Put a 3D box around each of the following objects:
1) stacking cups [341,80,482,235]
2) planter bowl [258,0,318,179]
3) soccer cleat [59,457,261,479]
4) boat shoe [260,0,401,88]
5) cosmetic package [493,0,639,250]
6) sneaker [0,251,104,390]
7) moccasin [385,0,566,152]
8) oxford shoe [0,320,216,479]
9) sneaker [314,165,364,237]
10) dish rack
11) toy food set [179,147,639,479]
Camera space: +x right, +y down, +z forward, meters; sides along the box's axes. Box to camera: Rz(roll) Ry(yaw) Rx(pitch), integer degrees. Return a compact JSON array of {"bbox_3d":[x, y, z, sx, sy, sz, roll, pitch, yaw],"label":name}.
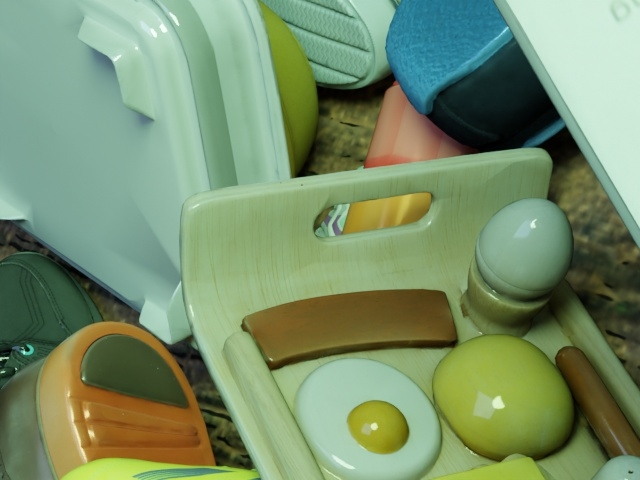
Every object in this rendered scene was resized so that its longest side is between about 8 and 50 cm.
[{"bbox_3d":[0.029,0.061,0.919,0.096,0.096,0.316,5,75,38],"label":"stacking cups"},{"bbox_3d":[-0.066,-0.090,1.026,0.090,0.217,0.217,-31,41,-30],"label":"planter bowl"},{"bbox_3d":[0.012,0.149,0.822,0.093,0.289,0.121,108,175,-52],"label":"soccer cleat"},{"bbox_3d":[-0.041,-0.202,1.077,0.094,0.109,0.302,-31,52,-30],"label":"boat shoe"},{"bbox_3d":[0.285,-0.090,0.563,0.329,0.394,0.327,-36,64,20],"label":"cosmetic package"},{"bbox_3d":[-0.196,0.119,1.061,0.101,0.106,0.267,-28,56,29],"label":"sneaker"},{"bbox_3d":[0.189,-0.178,0.882,0.342,0.117,0.137,-35,45,15],"label":"moccasin"},{"bbox_3d":[-0.111,0.237,0.933,0.133,0.130,0.363,-28,65,36],"label":"oxford shoe"},{"bbox_3d":[0.000,0.000,1.003,0.069,0.038,0.098,5,75,38],"label":"sneaker"},{"bbox_3d":[-0.146,-0.075,1.002,0.072,0.285,0.333,-31,41,-28],"label":"dish rack"},{"bbox_3d":[0.087,0.080,0.780,0.306,0.220,0.092,60,147,37],"label":"toy food set"}]
